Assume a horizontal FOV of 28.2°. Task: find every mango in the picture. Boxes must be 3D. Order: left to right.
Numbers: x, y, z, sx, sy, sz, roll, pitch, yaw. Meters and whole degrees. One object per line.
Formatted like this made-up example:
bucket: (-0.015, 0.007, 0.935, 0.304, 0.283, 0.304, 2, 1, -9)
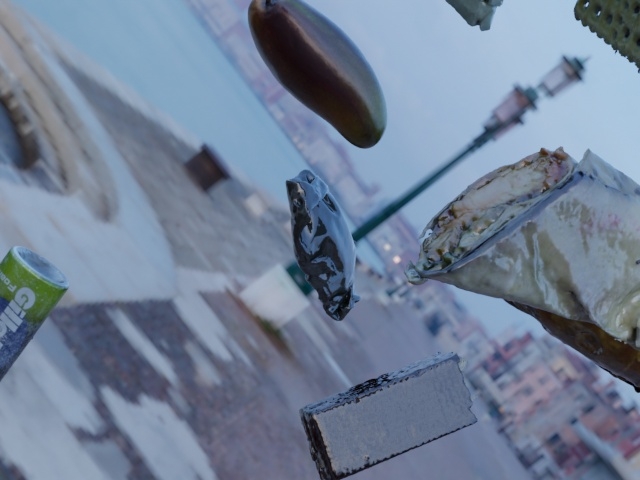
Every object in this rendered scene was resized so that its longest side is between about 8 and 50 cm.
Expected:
mango: (-0.001, -0.242, 1.792, 0.267, 0.111, 0.133, 48, -34, -13)

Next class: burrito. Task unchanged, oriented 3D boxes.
burrito: (0.253, 0.001, 1.254, 0.347, 0.175, 0.107, 17, 3, -27)

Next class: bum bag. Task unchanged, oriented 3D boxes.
bum bag: (0.000, 0.000, 2.104, 0.326, 0.079, 0.142, 66, 31, -49)

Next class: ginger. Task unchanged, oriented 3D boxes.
ginger: (0.434, 0.061, 2.032, 0.418, 0.254, 0.176, 36, -14, 21)

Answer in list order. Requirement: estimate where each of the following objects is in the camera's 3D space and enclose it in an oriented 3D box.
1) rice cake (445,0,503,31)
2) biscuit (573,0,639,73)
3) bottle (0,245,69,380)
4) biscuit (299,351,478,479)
rice cake: (0.137, -0.338, 1.403, 0.211, 0.038, 0.124, 50, -34, 29)
biscuit: (0.342, -0.251, 1.336, 0.016, 0.144, 0.203, -3, 37, -30)
bottle: (-0.462, 0.163, 1.683, 0.093, 0.330, 0.093, 36, 6, -5)
biscuit: (0.100, 0.242, 1.780, 0.070, 0.252, 0.106, 172, -102, -74)
